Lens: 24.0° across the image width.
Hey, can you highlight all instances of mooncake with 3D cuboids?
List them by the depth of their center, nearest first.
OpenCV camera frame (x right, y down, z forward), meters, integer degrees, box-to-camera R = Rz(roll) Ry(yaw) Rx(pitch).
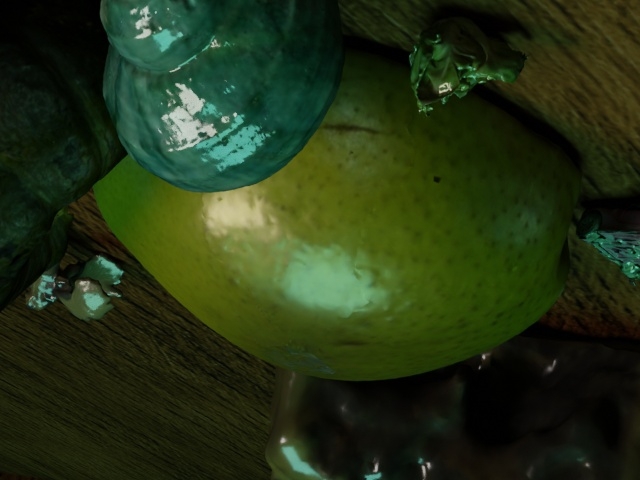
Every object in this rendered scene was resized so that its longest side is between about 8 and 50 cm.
[{"bbox_3d":[0.150,0.182,1.509,0.394,0.246,0.393,2,163,44],"label":"mooncake"}]

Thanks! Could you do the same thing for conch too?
[{"bbox_3d":[-0.076,-0.121,0.946,0.196,0.134,0.202,15,134,27],"label":"conch"}]

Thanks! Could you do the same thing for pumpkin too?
[{"bbox_3d":[-0.295,-0.057,1.086,0.242,0.232,0.325,42,132,8],"label":"pumpkin"}]

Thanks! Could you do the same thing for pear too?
[{"bbox_3d":[0.000,0.000,1.180,0.386,0.191,0.340,11,159,10],"label":"pear"}]

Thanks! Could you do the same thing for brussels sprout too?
[{"bbox_3d":[0.091,-0.118,0.994,0.085,0.058,0.085,-17,172,-3],"label":"brussels sprout"}]

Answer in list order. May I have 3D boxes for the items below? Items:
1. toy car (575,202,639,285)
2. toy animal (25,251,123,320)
[{"bbox_3d":[0.262,-0.002,1.176,0.069,0.055,0.142,36,164,-27],"label":"toy car"},{"bbox_3d":[-0.312,0.018,1.630,0.186,0.094,0.214,4,151,8],"label":"toy animal"}]
